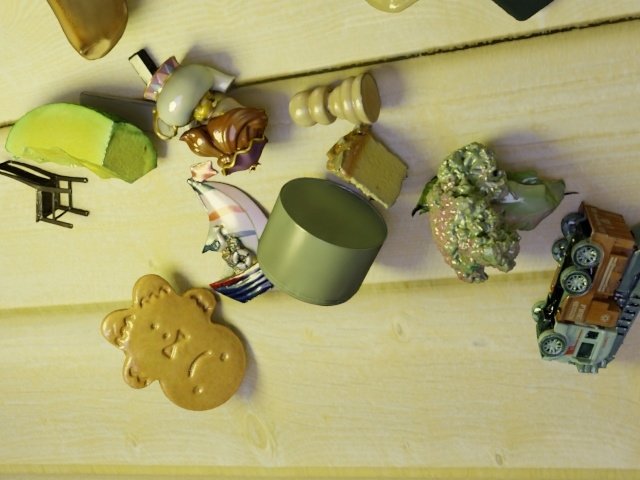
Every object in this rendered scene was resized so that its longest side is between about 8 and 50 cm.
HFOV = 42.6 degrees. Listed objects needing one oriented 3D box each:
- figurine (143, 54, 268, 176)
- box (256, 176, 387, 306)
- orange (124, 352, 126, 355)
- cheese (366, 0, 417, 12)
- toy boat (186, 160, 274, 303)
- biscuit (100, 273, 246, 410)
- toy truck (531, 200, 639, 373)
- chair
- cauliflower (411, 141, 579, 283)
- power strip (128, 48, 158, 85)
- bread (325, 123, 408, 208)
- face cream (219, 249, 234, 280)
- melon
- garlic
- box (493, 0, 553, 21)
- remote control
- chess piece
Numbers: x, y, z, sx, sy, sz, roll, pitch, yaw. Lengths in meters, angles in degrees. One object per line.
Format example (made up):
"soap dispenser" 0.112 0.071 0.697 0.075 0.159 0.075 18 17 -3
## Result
"figurine" -0.211 -0.239 1.600 0.263 0.142 0.189 38 81 -3
"box" 0.000 0.000 1.616 0.226 0.226 0.149 27 123 2
"orange" -0.396 0.234 1.933 0.156 0.134 0.157 4 124 5
"cheese" 0.220 -0.564 1.305 0.383 0.104 0.384 8 120 14
"toy boat" -0.163 -0.021 1.764 0.219 0.072 0.318 -6 100 14
"biscuit" -0.319 0.242 1.860 0.355 0.275 0.052 48 165 -20
"toy truck" 0.523 0.112 1.566 0.184 0.133 0.338 11 119 1
"chair" -0.638 -0.106 1.854 0.212 0.084 0.101 12 117 11
"cauliflower" 0.328 -0.059 1.515 0.315 0.239 0.256 -14 88 6
"power strip" -0.341 -0.333 1.656 0.029 0.038 0.111 -27 107 27
"bread" 0.078 -0.127 1.573 0.147 0.152 0.127 39 124 -16
"face cream" -0.201 0.058 1.836 0.038 0.020 0.115 22 120 2
"melon" -0.514 -0.210 1.707 0.323 0.124 0.196 13 160 23
"garlic" -0.483 -0.499 1.524 0.151 0.196 0.338 -29 104 13
"box" 0.321 -0.439 1.289 0.160 0.230 0.050 -34 61 30
"remote control" -0.384 -0.264 1.717 0.261 0.029 0.067 11 122 15
"chess piece" 0.021 -0.261 1.556 0.170 0.094 0.094 -2 117 28
